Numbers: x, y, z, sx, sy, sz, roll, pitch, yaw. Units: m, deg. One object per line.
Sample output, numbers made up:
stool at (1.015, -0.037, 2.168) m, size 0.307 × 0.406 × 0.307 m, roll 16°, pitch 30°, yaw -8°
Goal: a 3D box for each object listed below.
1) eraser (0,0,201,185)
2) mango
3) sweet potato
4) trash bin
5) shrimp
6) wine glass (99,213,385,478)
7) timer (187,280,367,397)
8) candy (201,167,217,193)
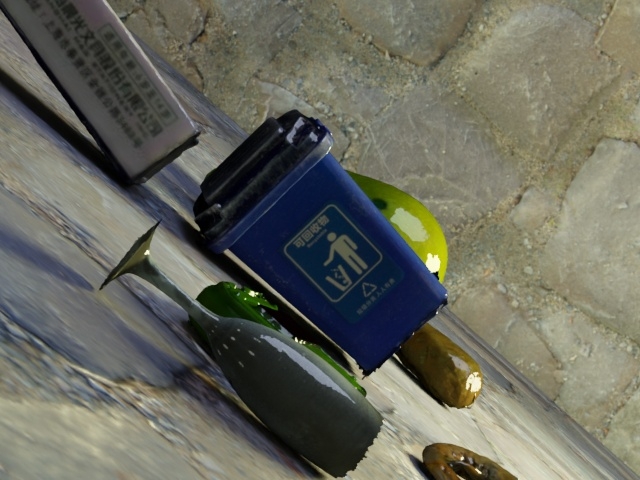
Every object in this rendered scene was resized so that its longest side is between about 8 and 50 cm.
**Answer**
eraser at (-0.227, -0.189, 1.576) m, size 0.287 × 0.086 × 0.130 m, roll 54°, pitch -1°, yaw -1°
mango at (0.019, -0.016, 1.929) m, size 0.175 × 0.143 × 0.293 m, roll -17°, pitch 42°, yaw -44°
sweet potato at (0.100, 0.114, 1.964) m, size 0.233 × 0.062 × 0.081 m, roll 39°, pitch 6°, yaw 21°
trash bin at (0.000, 0.000, 1.625) m, size 0.234 × 0.162 × 0.184 m, roll 45°, pitch 3°, yaw -13°
shrimp at (0.136, 0.206, 1.386) m, size 0.095 × 0.045 × 0.162 m, roll 38°, pitch 7°, yaw -24°
wine glass at (-0.046, 0.071, 1.059) m, size 0.198 × 0.066 × 0.066 m, roll 41°, pitch 4°, yaw -8°
timer at (-0.029, 0.082, 1.193) m, size 0.128 × 0.047 × 0.140 m, roll 41°, pitch 4°, yaw 20°
candy at (-0.051, -0.017, 1.794) m, size 0.209 × 0.097 × 0.097 m, roll 37°, pitch 1°, yaw 31°
